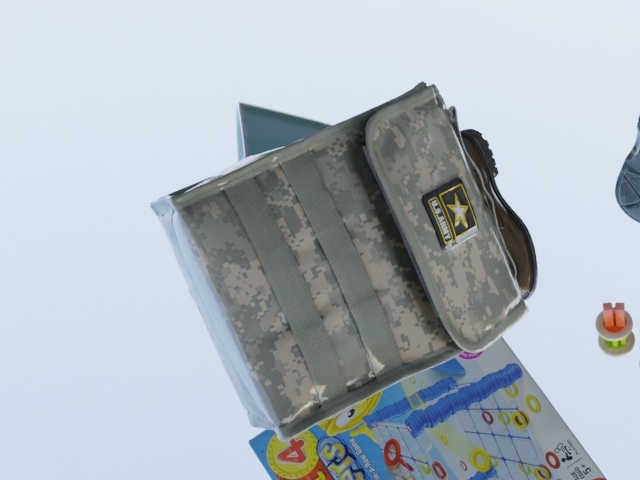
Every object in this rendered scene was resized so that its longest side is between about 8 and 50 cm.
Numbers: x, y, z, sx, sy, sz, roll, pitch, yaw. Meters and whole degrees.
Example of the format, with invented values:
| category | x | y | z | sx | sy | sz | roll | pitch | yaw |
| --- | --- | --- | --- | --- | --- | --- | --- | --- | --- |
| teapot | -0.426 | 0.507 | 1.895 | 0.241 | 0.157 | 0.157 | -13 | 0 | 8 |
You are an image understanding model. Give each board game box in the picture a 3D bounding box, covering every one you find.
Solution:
| category | x | y | z | sx | sy | sz | roll | pitch | yaw |
| --- | --- | --- | --- | --- | --- | --- | --- | --- | --- |
| board game box | 0.129 | 0.268 | 1.672 | 0.302 | 0.086 | 0.308 | -34 | -109 | -4 |

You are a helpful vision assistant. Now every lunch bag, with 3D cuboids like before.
| category | x | y | z | sx | sy | sz | roll | pitch | yaw |
| --- | --- | --- | --- | --- | --- | --- | --- | --- | --- |
| lunch bag | 0.032 | 0.012 | 1.345 | 0.287 | 0.235 | 0.169 | -25 | -175 | -14 |

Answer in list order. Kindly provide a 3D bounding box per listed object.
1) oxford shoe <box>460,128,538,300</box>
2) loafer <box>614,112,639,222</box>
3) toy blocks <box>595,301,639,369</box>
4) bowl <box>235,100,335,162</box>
| category | x | y | z | sx | sy | sz | roll | pitch | yaw |
| --- | --- | --- | --- | --- | --- | --- | --- | --- | --- |
| oxford shoe | 0.192 | -0.023 | 1.866 | 0.096 | 0.083 | 0.227 | -20 | -98 | -54 |
| loafer | 0.416 | -0.124 | 1.737 | 0.084 | 0.267 | 0.096 | -36 | -109 | -30 |
| toy blocks | 0.430 | 0.121 | 2.061 | 0.123 | 0.148 | 0.054 | 31 | -110 | 27 |
| bowl | 0.000 | 0.000 | 1.620 | 0.163 | 0.311 | 0.311 | -5 | -146 | -5 |
